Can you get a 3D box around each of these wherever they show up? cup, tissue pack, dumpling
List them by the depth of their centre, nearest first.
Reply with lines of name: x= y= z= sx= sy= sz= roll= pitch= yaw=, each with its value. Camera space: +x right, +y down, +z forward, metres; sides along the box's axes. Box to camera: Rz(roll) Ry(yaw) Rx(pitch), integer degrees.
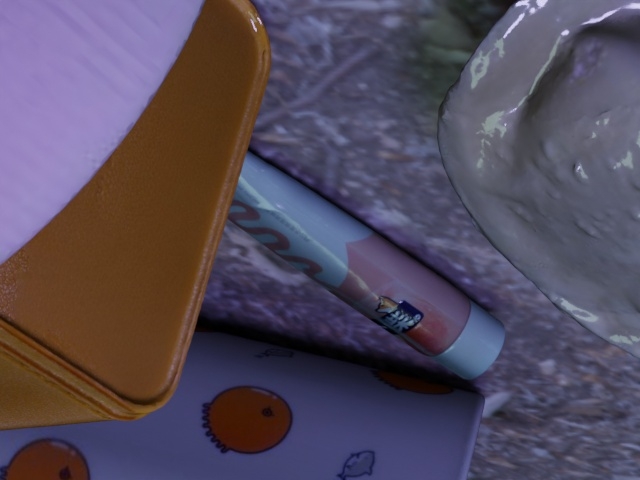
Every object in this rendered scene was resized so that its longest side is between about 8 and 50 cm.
dumpling: x=0.122 y=-0.026 z=0.672 sx=0.150 sy=0.092 sz=0.176 roll=1 pitch=146 yaw=21
tissue pack: x=-0.180 y=-0.022 z=0.729 sx=0.274 sy=0.194 sz=0.145 roll=-9 pitch=142 yaw=38
cup: x=-0.091 y=0.142 z=0.957 sx=0.317 sy=0.212 sz=0.212 roll=15 pitch=151 yaw=6

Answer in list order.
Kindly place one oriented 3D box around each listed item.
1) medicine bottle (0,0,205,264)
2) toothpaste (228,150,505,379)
medicine bottle: x=-0.202 y=-0.140 z=0.473 sx=0.256 sy=0.256 sz=0.325 roll=-12 pitch=139 yaw=41
toothpaste: x=0.000 y=0.000 z=0.843 sx=0.205 sy=0.036 sz=0.056 roll=34 pitch=148 yaw=-22
